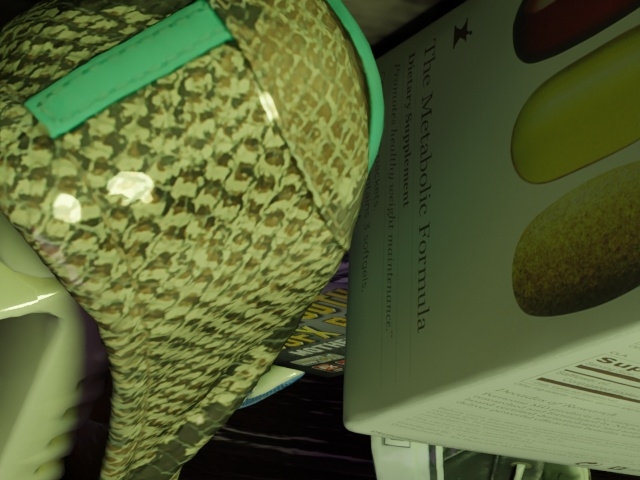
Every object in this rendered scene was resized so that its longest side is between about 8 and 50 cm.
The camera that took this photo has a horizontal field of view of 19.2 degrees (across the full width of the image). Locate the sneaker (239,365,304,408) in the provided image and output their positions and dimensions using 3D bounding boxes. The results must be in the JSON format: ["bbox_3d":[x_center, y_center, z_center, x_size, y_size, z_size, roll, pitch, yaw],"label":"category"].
[{"bbox_3d":[-0.078,0.045,0.946,0.081,0.080,0.211,-11,168,22],"label":"sneaker"}]

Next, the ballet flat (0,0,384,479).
[{"bbox_3d":[-0.127,0.071,0.703,0.182,0.164,0.483,-30,162,-33],"label":"ballet flat"}]

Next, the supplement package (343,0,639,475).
[{"bbox_3d":[0.124,-0.018,0.586,0.133,0.139,0.244,11,160,-26],"label":"supplement package"}]

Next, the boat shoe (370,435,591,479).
[{"bbox_3d":[0.106,0.156,1.171,0.119,0.121,0.335,4,161,11],"label":"boat shoe"}]

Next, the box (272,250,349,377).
[{"bbox_3d":[0.000,0.000,0.802,0.183,0.056,0.231,15,159,-34],"label":"box"}]
